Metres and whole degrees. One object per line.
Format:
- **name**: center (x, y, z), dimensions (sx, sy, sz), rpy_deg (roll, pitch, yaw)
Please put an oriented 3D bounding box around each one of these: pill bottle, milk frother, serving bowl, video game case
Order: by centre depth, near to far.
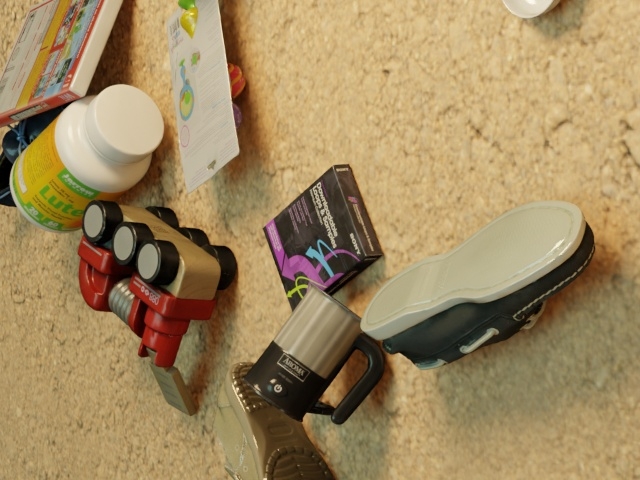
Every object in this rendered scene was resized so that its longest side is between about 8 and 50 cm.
- **serving bowl**: center (0.203, -0.250, 1.367), dimensions (0.083, 0.027, 0.083), rpy_deg (9, 102, 51)
- **milk frother**: center (-0.004, 0.133, 1.645), dimensions (0.134, 0.129, 0.143), rpy_deg (-53, 12, -1)
- **pill bottle**: center (-0.311, -0.113, 1.968), dimensions (0.246, 0.136, 0.136), rpy_deg (-33, 69, 50)
- **video game case**: center (-0.370, -0.267, 2.036), dimensions (0.285, 0.025, 0.204), rpy_deg (-10, 57, 53)

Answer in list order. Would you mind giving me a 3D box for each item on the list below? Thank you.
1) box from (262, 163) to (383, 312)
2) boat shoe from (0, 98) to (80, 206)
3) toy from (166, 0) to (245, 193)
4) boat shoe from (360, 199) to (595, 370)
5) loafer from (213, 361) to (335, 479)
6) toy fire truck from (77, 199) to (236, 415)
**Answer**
- **box**: center (0.000, 0.000, 1.668), dimensions (0.162, 0.029, 0.116), rpy_deg (-40, 64, 46)
- **boat shoe**: center (-0.427, -0.127, 2.155), dimensions (0.109, 0.089, 0.258), rpy_deg (58, 136, 29)
- **toy**: center (-0.130, -0.191, 1.789), dimensions (0.137, 0.056, 0.237), rpy_deg (-34, 64, 53)
- **boat shoe**: center (0.165, 0.049, 1.414), dimensions (0.302, 0.091, 0.114), rpy_deg (-24, 32, 52)
- **loafer**: center (-0.056, 0.272, 1.729), dimensions (0.092, 0.102, 0.268), rpy_deg (-57, 43, 41)
- **toy fire truck**: center (-0.221, 0.094, 1.896), dimensions (0.217, 0.158, 0.246), rpy_deg (31, 109, 46)
